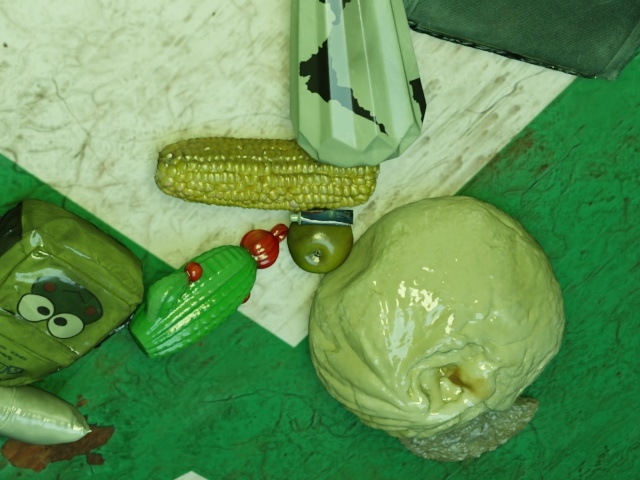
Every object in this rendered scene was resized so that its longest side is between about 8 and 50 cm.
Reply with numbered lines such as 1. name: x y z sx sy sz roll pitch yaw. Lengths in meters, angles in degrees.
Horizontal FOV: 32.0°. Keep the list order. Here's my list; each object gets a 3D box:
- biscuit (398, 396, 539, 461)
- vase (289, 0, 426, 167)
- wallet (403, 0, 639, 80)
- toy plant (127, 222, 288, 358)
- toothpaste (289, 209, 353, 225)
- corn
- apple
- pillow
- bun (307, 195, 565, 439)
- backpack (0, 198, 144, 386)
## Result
1. biscuit: 0.220 0.300 1.768 0.250 0.032 0.133 3 122 -19
2. vase: 0.031 -0.269 1.267 0.165 0.165 0.360 -11 117 -9
3. wallet: 0.272 -0.330 1.354 0.342 0.075 0.237 9 125 -24
4. toy plant: -0.145 0.070 1.462 0.240 0.088 0.154 -26 148 -40
5. toothpaste: 0.002 -0.030 1.433 0.083 0.027 0.019 0 139 -5
6. corn: -0.063 -0.086 1.394 0.292 0.101 0.101 0 122 -19
7. apple: 0.000 0.000 1.477 0.090 0.074 0.089 2 119 4
8. pillow: -0.436 0.209 1.453 0.254 0.144 0.078 25 80 -31
9. bun: 0.170 0.123 1.520 0.352 0.227 0.349 7 118 -22
10. backpack: -0.355 0.070 1.390 0.253 0.140 0.207 -40 123 21
